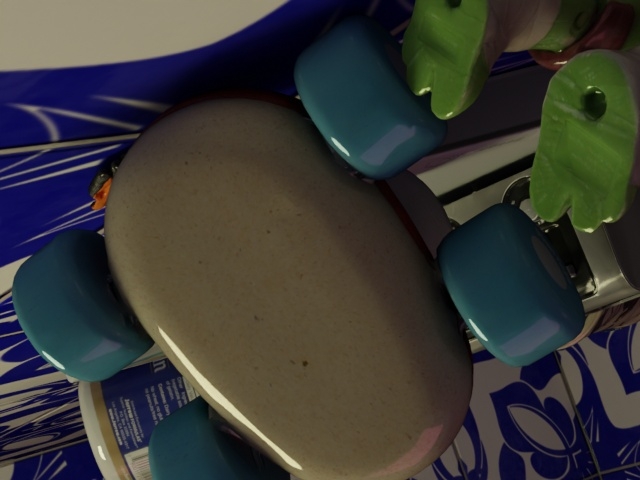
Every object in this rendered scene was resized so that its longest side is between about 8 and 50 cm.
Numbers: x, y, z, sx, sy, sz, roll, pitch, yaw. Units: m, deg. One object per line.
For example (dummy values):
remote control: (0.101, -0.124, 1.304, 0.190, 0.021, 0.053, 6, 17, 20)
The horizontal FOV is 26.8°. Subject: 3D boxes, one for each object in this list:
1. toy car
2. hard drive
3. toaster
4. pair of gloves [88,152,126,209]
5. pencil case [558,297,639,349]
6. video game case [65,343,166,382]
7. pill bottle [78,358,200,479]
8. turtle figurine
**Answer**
toy car: (0.000, 0.000, 0.716, 0.219, 0.210, 0.238, -35, -171, 18)
hard drive: (0.090, -0.052, 0.955, 0.203, 0.040, 0.307, -16, 172, -19)
toaster: (0.166, 0.005, 0.973, 0.168, 0.110, 0.186, -24, 171, 35)
pair of gloves: (-0.088, -0.040, 0.735, 0.083, 0.010, 0.074, -18, 171, -22)
pencil case: (0.376, 0.069, 1.961, 0.183, 0.160, 0.410, -38, 165, 21)
video game case: (-0.060, 0.062, 1.371, 0.329, 0.036, 0.300, -13, 170, -36)
pill bottle: (-0.147, 0.195, 1.632, 0.265, 0.153, 0.153, -18, 172, -3)
turtle figurine: (0.170, -0.050, 0.614, 0.266, 0.198, 0.275, -9, 164, -34)
